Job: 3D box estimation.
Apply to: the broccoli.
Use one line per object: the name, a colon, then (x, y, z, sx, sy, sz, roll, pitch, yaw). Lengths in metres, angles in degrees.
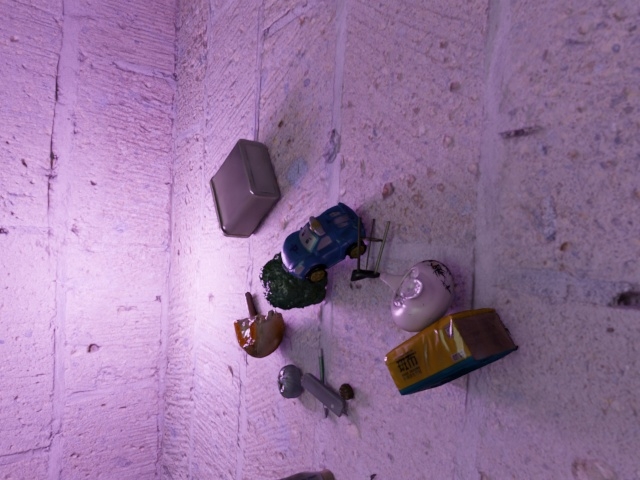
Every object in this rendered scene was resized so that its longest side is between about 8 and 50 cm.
broccoli: (-0.101, 0.151, 1.694, 0.270, 0.270, 0.269, -77, 4, -69)

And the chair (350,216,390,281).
chair: (0.163, 0.036, 1.432, 0.095, 0.104, 0.221, 16, 100, 36)

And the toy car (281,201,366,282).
toy car: (0.000, 0.000, 1.511, 0.198, 0.314, 0.166, 58, 178, 41)

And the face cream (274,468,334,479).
face cream: (-0.058, 0.890, 1.583, 0.070, 0.224, 0.114, -50, 50, 40)

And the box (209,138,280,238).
box: (-0.369, -0.244, 2.110, 0.344, 0.178, 0.351, -44, 54, 43)

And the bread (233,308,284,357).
bread: (-0.253, 0.412, 1.922, 0.314, 0.171, 0.191, -27, 71, 52)

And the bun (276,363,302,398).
bun: (-0.136, 0.586, 1.827, 0.141, 0.083, 0.140, -2, 88, 57)

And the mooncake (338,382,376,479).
mooncake: (0.127, 0.665, 1.493, 0.150, 0.057, 0.346, 108, 149, -42)

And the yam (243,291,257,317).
yam: (-0.325, 0.369, 2.130, 0.046, 0.046, 0.263, -46, 52, 43)

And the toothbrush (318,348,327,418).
toothbrush: (0.008, 0.544, 1.681, 0.018, 0.024, 0.256, -12, 78, 33)

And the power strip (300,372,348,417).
power strip: (0.018, 0.574, 1.634, 0.253, 0.027, 0.060, 26, 102, 42)

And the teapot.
teapot: (0.257, 0.145, 1.215, 0.208, 0.166, 0.300, -71, 18, -2)

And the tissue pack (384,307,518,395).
tissue pack: (0.318, 0.280, 1.117, 0.271, 0.193, 0.133, -46, 54, 42)
